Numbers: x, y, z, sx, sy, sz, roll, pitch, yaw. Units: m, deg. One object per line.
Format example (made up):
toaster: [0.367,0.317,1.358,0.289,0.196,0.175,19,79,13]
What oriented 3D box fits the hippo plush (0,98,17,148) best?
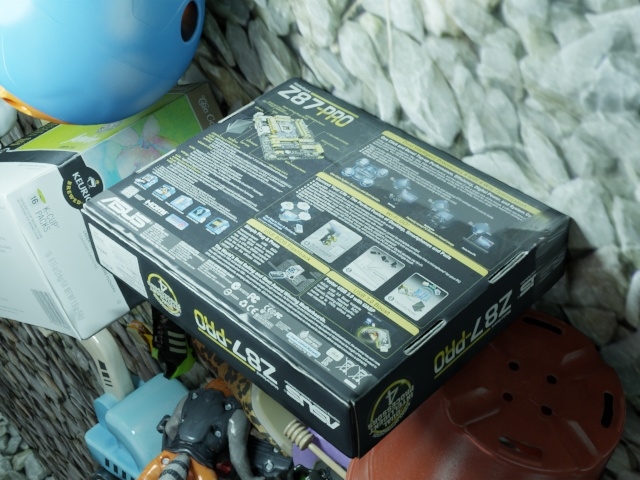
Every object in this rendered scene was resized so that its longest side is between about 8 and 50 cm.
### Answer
hippo plush: [-0.538,-0.242,1.714,0.234,0.294,0.237,-5,112,17]

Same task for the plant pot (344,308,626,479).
plant pot: [0.185,0.227,1.199,0.272,0.272,0.265,42,142,21]

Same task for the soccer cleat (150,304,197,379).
soccer cleat: [-0.276,0.175,1.998,0.060,0.072,0.179,22,139,44]

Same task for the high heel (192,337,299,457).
high heel: [-0.122,0.235,1.804,0.186,0.093,0.261,-30,81,56]

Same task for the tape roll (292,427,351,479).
tape roll: [0.082,0.377,1.671,0.274,0.090,0.275,36,147,28]

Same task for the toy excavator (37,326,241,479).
toy excavator: [-0.365,0.306,2.146,0.432,0.222,0.445,24,134,40]

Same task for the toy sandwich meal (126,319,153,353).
toy sandwich meal: [-0.341,0.192,2.158,0.085,0.029,0.086,37,147,28]

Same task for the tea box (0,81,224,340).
tea box: [-0.311,-0.050,1.539,0.329,0.323,0.220,6,126,55]

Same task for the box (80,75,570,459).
box: [0.000,0.000,1.139,0.395,0.318,0.097,31,145,33]

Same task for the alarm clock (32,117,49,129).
alarm clock: [-0.424,-0.210,1.806,0.192,0.064,0.129,51,152,0]

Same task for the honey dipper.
honey dipper: [0.014,0.316,1.583,0.160,0.030,0.030,38,148,23]

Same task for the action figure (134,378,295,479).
action figure: [-0.156,0.351,1.794,0.341,0.330,0.179,7,136,19]

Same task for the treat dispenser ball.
treat dispenser ball: [-0.277,-0.275,1.279,0.288,0.288,0.288,37,147,28]

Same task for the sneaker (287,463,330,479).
sneaker: [0.005,0.377,1.625,0.170,0.063,0.075,20,144,53]
